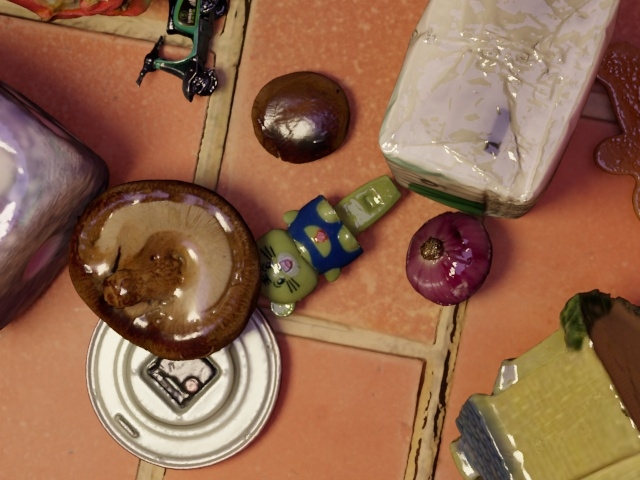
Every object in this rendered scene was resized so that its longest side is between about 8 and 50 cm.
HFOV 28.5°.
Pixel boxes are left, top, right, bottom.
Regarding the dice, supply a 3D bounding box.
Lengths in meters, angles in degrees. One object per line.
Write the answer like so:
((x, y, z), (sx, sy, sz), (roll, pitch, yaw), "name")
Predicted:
((-0.428, -0.059, 1.461), (0.271, 0.270, 0.270), (37, 90, 5), "dice")

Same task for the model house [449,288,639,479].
((0.311, 0.259, 1.451), (0.266, 0.261, 0.321), (-37, 67, 26), "model house")

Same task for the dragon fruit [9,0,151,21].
((-0.316, -0.361, 1.461), (0.305, 0.305, 0.226), (-9, 90, 3), "dragon fruit")

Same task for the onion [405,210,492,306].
((0.159, 0.023, 1.514), (0.115, 0.104, 0.115), (-22, 54, 33), "onion")

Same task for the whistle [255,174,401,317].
((0.000, 0.000, 1.526), (0.227, 0.085, 0.105), (-36, 89, 1), "whistle")

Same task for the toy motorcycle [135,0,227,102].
((-0.170, -0.258, 1.562), (0.100, 0.058, 0.173), (4, 87, 11), "toy motorcycle")

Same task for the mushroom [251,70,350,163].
((-0.024, -0.153, 1.551), (0.123, 0.052, 0.123), (0, 84, 5), "mushroom")

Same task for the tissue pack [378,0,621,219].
((0.193, -0.169, 1.389), (0.193, 0.356, 0.266), (23, 90, 7), "tissue pack")

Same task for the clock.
((-0.168, 0.160, 1.545), (0.244, 0.056, 0.245), (0, 87, 3), "clock")

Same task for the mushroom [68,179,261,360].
((-0.179, 0.034, 1.481), (0.231, 0.138, 0.194), (44, 62, 2), "mushroom")

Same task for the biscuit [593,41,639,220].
((0.409, -0.125, 1.530), (0.165, 0.036, 0.250), (-10, 85, -1), "biscuit")
